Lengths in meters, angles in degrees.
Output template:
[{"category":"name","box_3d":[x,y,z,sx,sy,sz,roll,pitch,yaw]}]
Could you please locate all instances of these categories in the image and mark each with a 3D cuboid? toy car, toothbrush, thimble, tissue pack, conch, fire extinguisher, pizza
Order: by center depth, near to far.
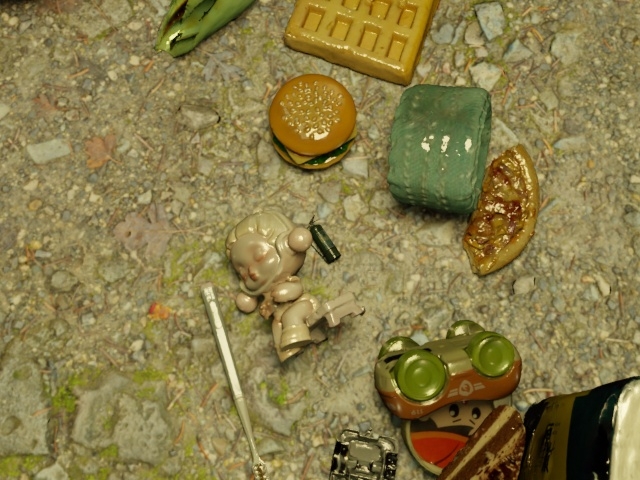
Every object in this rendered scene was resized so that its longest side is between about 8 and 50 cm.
[{"category":"tissue pack","box_3d":[0.411,0.343,0.970,0.253,0.416,0.264,15,76,6]},{"category":"toy car","box_3d":[0.057,0.382,1.115,0.097,0.100,0.191,11,54,2]},{"category":"toy car","box_3d":[0.205,0.249,1.146,0.235,0.145,0.235,0,93,-7]},{"category":"toothbrush","box_3d":[-0.137,0.227,1.183,0.025,0.030,0.343,-15,73,-10]},{"category":"thimble","box_3d":[0.198,-0.152,1.213,0.143,0.199,0.235,10,33,17]},{"category":"fire extinguisher","box_3d":[0.000,0.000,1.255,0.038,0.025,0.083,-36,77,13]},{"category":"pizza","box_3d":[0.311,-0.053,1.260,0.127,0.058,0.246,30,73,7]},{"category":"conch","box_3d":[-0.190,-0.437,1.311,0.143,0.137,0.251,26,70,25]}]

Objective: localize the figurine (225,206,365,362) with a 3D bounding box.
[{"category":"figurine","box_3d":[-0.058,0.048,1.175,0.144,0.182,0.257,-23,73,-24]}]

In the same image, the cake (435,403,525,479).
[{"category":"cake","box_3d":[0.247,0.369,1.070,0.135,0.112,0.246,36,97,-11]}]

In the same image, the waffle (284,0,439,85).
[{"category":"waffle","box_3d":[0.081,-0.418,1.360,0.247,0.055,0.221,19,74,4]}]

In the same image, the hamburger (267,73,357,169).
[{"category":"hamburger","box_3d":[-0.013,-0.204,1.265,0.161,0.115,0.162,0,73,0]}]
